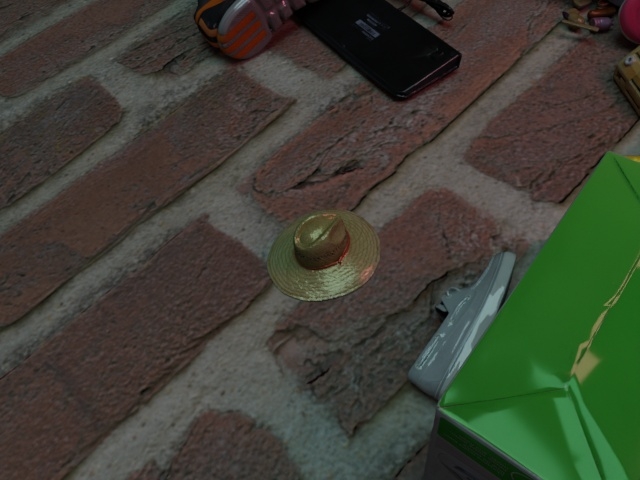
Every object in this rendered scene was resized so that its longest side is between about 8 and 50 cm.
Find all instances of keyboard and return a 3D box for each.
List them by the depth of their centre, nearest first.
[{"bbox_3d":[0.111,-0.359,0.922,0.201,0.033,0.317,-35,58,-7],"label":"keyboard"}]

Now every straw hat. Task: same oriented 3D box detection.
[{"bbox_3d":[0.000,0.000,0.673,0.144,0.061,0.144,-5,55,7],"label":"straw hat"}]

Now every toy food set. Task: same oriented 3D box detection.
[{"bbox_3d":[0.423,-0.353,0.875,0.078,0.019,0.122,28,56,25],"label":"toy food set"}]

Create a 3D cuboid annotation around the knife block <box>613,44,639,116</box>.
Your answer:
[{"bbox_3d":[0.582,-0.244,0.747,0.275,0.242,0.088,-41,42,36],"label":"knife block"}]

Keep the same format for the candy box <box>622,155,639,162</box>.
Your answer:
[{"bbox_3d":[0.307,-0.027,0.555,0.105,0.206,0.027,4,71,12],"label":"candy box"}]

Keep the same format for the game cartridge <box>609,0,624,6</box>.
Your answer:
[{"bbox_3d":[0.487,-0.375,0.870,0.083,0.017,0.056,33,60,20],"label":"game cartridge"}]

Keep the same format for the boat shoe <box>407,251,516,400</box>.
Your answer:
[{"bbox_3d":[0.151,0.082,0.596,0.063,0.066,0.184,24,72,22],"label":"boat shoe"}]

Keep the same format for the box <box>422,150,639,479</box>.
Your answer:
[{"bbox_3d":[0.210,0.107,0.461,0.126,0.231,0.262,31,66,25],"label":"box"}]

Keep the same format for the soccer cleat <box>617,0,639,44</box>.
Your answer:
[{"bbox_3d":[0.600,-0.357,0.808,0.331,0.116,0.143,-14,12,16],"label":"soccer cleat"}]

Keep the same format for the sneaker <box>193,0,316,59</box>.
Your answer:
[{"bbox_3d":[-0.090,-0.462,0.949,0.321,0.124,0.180,-41,57,-6],"label":"sneaker"}]
